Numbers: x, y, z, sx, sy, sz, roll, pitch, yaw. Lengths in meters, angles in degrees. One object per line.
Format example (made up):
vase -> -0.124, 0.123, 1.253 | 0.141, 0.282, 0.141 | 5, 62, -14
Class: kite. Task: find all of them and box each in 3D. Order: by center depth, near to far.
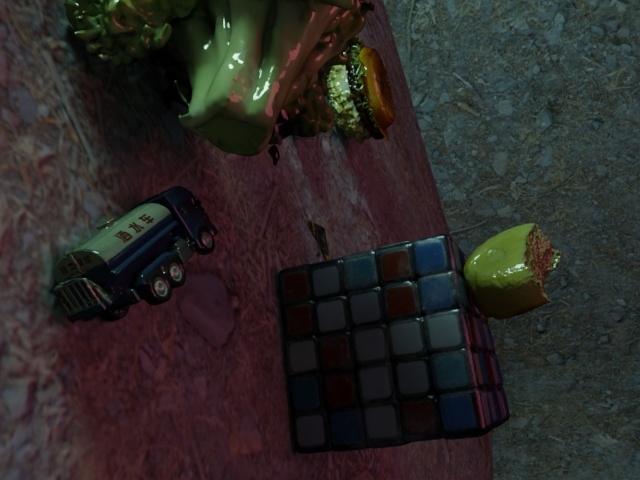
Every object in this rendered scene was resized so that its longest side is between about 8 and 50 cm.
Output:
kite -> 0.000, 0.000, 1.155 | 0.090, 0.004, 0.122 | -78, 148, -49

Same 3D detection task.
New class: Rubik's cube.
Rubik's cube -> 0.127, 0.179, 0.967 | 0.287, 0.291, 0.293 | 30, 51, -64

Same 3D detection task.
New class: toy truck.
toy truck -> -0.179, 0.013, 0.579 | 0.088, 0.074, 0.202 | 61, 24, -15

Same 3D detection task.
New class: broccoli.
broccoli -> -0.064, -0.214, 0.636 | 0.293, 0.347, 0.281 | 47, 45, -44

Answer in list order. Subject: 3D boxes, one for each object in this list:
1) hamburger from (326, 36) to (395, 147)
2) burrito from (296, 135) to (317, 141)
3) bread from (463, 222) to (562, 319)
hamburger -> 0.096, -0.362, 1.444 | 0.262, 0.138, 0.243 | -81, 152, -45
burrito -> -0.037, -0.287, 1.158 | 0.064, 0.064, 0.203 | 36, 44, -61
bread -> 0.269, 0.046, 0.845 | 0.086, 0.125, 0.156 | 60, 39, -19
